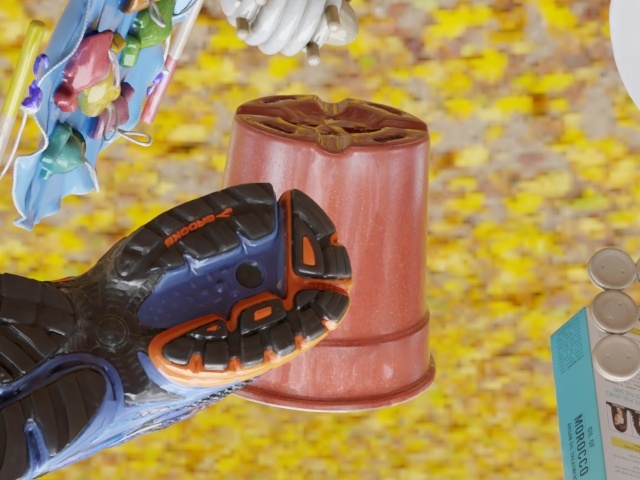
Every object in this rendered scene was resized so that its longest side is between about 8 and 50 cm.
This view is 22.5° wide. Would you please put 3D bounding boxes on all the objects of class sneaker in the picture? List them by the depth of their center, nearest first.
[{"bbox_3d":[-0.095,0.050,0.560,0.221,0.083,0.087,-14,161,-22],"label":"sneaker"}]

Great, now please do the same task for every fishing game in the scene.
[{"bbox_3d":[-0.096,-0.085,0.799,0.041,0.189,0.264,27,-157,5],"label":"fishing game"}]

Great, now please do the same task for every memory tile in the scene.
[{"bbox_3d":[0.275,0.057,1.210,0.148,0.113,0.012,3,151,-3],"label":"memory tile"}]

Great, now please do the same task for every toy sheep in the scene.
[{"bbox_3d":[-0.031,-0.180,1.209,0.132,0.091,0.091,22,154,-21],"label":"toy sheep"}]

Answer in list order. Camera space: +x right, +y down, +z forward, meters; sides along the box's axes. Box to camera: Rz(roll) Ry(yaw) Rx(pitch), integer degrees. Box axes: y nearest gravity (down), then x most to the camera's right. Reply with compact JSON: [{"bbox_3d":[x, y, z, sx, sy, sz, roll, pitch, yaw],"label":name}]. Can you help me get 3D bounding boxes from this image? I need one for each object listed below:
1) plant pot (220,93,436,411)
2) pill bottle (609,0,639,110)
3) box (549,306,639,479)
[{"bbox_3d":[0.000,0.000,1.656,0.272,0.265,0.272,5,-161,-2],"label":"plant pot"},{"bbox_3d":[0.309,-0.152,1.065,0.208,0.117,0.117,-19,164,-11],"label":"pill bottle"},{"bbox_3d":[0.269,0.184,1.418,0.100,0.244,0.060,18,139,-21],"label":"box"}]
